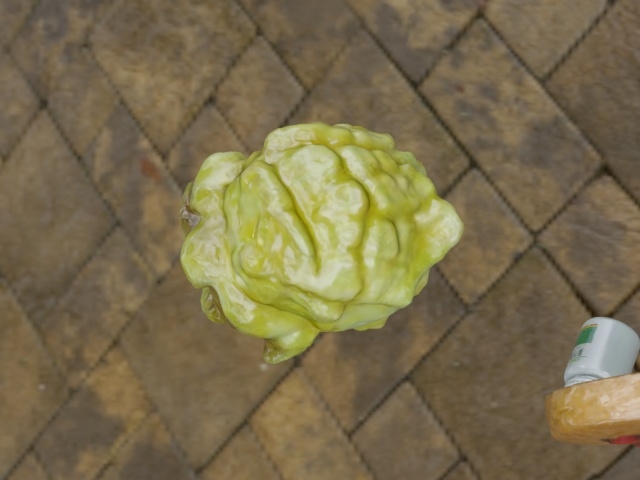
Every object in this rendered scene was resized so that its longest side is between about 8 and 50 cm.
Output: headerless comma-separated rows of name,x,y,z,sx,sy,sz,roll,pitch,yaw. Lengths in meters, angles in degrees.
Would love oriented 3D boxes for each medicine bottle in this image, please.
medicine bottle,0.357,0.171,1.913,0.080,0.080,0.130,-2,48,39

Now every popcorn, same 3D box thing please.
popcorn,0.000,0.000,1.306,0.255,0.256,0.195,-13,83,7

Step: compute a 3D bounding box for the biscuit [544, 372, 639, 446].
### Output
biscuit,0.207,0.058,0.582,0.250,0.165,0.036,-14,73,31
